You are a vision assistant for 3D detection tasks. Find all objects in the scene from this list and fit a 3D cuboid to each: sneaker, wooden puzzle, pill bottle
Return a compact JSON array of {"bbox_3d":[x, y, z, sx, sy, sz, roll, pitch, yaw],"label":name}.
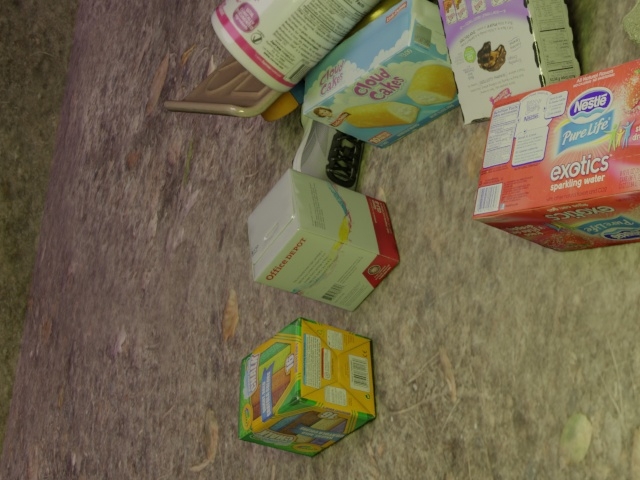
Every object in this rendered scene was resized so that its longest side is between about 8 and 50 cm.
[{"bbox_3d":[0.023,-0.150,1.902,0.108,0.100,0.271,-30,49,44],"label":"sneaker"},{"bbox_3d":[-0.063,-0.297,2.033,0.348,0.080,0.322,-41,24,-17],"label":"wooden puzzle"},{"bbox_3d":[-0.008,-0.363,1.739,0.283,0.160,0.160,-43,37,15],"label":"pill bottle"}]

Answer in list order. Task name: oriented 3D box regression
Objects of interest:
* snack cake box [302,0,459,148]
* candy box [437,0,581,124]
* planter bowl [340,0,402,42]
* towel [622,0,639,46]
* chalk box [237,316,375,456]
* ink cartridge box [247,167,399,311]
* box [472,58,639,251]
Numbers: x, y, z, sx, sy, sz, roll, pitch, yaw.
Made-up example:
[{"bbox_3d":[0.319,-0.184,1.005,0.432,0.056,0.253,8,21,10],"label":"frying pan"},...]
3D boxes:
[{"bbox_3d":[0.109,-0.237,1.746,0.264,0.152,0.089,-27,52,52],"label":"snack cake box"},{"bbox_3d":[0.237,-0.259,1.544,0.165,0.070,0.196,-9,93,57],"label":"candy box"},{"bbox_3d":[0.068,-0.403,1.867,0.217,0.090,0.217,-21,33,14],"label":"planter bowl"},{"bbox_3d":[0.404,-0.254,1.379,0.110,0.027,0.148,-59,31,23],"label":"towel"},{"bbox_3d":[-0.035,0.222,1.749,0.213,0.132,0.132,-39,42,44],"label":"chalk box"},{"bbox_3d":[0.000,0.000,1.770,0.128,0.176,0.127,-48,37,35],"label":"ink cartridge box"},{"bbox_3d":[0.319,-0.089,1.310,0.300,0.142,0.154,-11,64,57],"label":"box"}]
